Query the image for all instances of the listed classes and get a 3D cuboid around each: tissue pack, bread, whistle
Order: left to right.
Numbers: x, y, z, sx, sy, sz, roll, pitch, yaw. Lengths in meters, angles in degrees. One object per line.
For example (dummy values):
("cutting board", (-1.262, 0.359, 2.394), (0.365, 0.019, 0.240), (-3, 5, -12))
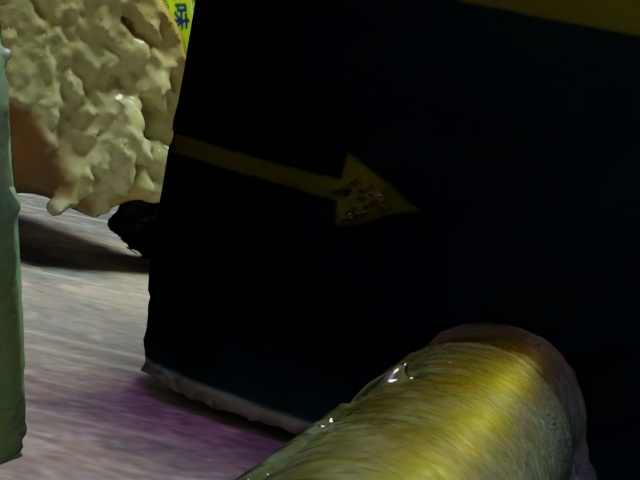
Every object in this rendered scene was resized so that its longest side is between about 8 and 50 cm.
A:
("bread", (-0.188, -0.121, 0.935), (0.183, 0.211, 0.224), (-25, 28, -19))
("whistle", (0.015, 0.065, 0.382), (0.068, 0.057, 0.326), (11, 7, 14))
("tissue pack", (0.114, -0.133, 0.659), (0.253, 0.417, 0.264), (13, 7, 28))

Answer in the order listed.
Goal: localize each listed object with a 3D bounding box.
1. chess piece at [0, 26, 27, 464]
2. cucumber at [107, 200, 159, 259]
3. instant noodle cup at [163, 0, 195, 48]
("chess piece", (-0.223, -0.011, 0.419), (0.298, 0.176, 0.176), (-5, 10, -15))
("cucumber", (0.001, -0.003, 0.939), (0.245, 0.067, 0.067), (12, 7, 14))
("instant noodle cup", (-0.142, -0.173, 1.419), (0.284, 0.284, 0.312), (12, 12, 24))
